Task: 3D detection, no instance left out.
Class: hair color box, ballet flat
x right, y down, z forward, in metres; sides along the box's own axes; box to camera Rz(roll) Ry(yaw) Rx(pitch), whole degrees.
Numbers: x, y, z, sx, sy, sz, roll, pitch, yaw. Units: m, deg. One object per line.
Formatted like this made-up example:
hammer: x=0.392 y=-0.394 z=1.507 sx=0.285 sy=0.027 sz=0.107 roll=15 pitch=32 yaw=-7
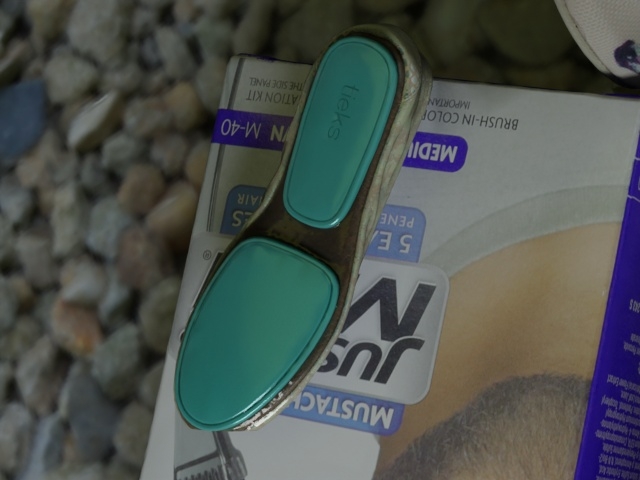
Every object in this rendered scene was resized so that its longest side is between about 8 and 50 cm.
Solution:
hair color box: x=0.029 y=0.105 z=0.731 sx=0.185 sy=0.110 sz=0.339 roll=8 pitch=85 yaw=27
ballet flat: x=0.000 y=0.000 z=0.679 sx=0.057 sy=0.052 sz=0.168 roll=30 pitch=99 yaw=21

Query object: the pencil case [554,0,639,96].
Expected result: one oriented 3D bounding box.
pencil case: x=0.266 y=-0.174 z=0.628 sx=0.410 sy=0.160 sz=0.183 roll=-16 pitch=115 yaw=27
